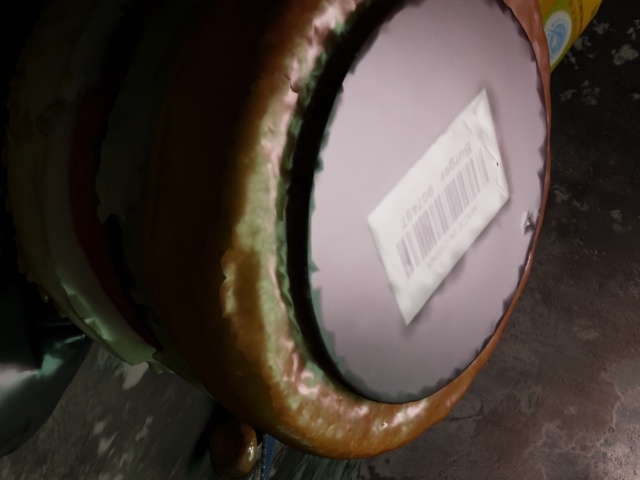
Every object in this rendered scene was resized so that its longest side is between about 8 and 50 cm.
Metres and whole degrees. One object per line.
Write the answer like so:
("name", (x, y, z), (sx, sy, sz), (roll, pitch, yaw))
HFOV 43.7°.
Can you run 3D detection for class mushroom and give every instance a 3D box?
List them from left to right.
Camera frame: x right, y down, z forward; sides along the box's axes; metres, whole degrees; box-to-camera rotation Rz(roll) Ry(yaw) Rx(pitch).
("mushroom", (-0.118, 0.279, 1.101), (0.129, 0.072, 0.088), (-59, 156, -84))

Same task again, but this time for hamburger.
("hamburger", (-0.018, -0.050, 0.507), (0.330, 0.250, 0.330), (-16, 112, -46))

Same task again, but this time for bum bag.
("bum bag", (-0.219, 0.095, 0.517), (0.326, 0.079, 0.142), (-53, 162, -46))

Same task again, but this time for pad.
("pad", (-0.052, 0.196, 1.180), (0.269, 0.012, 0.270), (-73, 172, -46))

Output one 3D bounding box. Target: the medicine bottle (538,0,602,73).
("medicine bottle", (0.186, -0.251, 1.039), (0.384, 0.224, 0.224), (-50, 159, -19))
